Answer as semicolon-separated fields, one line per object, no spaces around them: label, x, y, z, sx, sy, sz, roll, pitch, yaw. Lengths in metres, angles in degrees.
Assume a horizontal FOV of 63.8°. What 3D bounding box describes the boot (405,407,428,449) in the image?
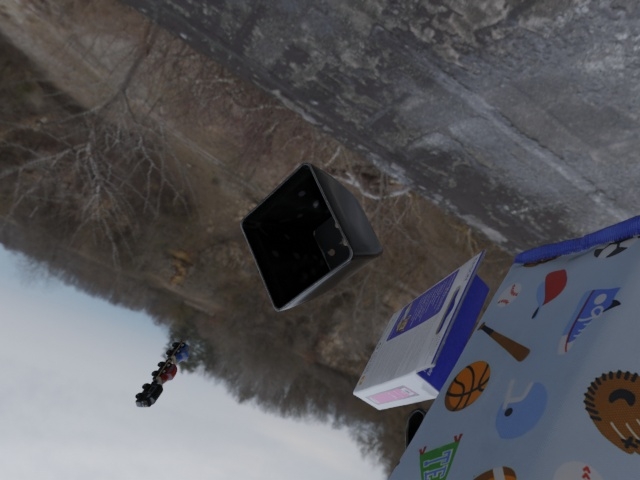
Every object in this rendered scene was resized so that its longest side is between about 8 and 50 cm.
boot;0.182;0.359;0.708;0.161;0.247;0.083;9;159;-30

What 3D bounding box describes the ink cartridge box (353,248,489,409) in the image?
ink cartridge box;0.155;0.155;0.786;0.069;0.176;0.371;31;156;3

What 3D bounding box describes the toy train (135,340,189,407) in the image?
toy train;-0.274;0.233;0.913;0.036;0.158;0.027;3;121;14

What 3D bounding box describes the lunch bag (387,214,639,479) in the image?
lunch bag;0.290;0.223;0.401;0.385;0.328;0.239;42;159;-5

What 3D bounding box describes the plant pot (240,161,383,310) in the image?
plant pot;0.000;0.000;0.923;0.166;0.188;0.188;6;-127;-53
